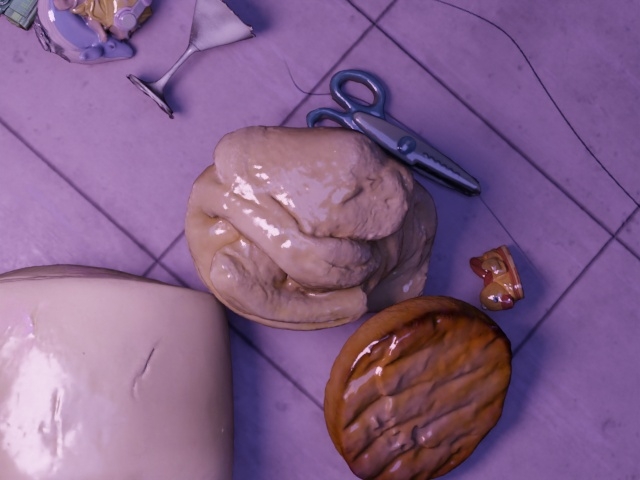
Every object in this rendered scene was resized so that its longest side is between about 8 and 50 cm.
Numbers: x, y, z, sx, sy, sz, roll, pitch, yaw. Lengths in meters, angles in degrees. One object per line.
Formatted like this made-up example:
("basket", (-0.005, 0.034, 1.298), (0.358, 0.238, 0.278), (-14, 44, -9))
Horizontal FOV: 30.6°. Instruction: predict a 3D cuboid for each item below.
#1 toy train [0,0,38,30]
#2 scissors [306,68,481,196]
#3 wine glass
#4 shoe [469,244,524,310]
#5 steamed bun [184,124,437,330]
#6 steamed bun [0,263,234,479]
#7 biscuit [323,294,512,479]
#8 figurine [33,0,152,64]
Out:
("toy train", (-0.438, -0.394, 1.777), (0.071, 0.038, 0.148), (32, 83, -3))
("scissors", (0.122, -0.148, 1.789), (0.289, 0.041, 0.138), (32, 76, 0))
("wine glass", (-0.198, -0.280, 1.746), (0.122, 0.122, 0.183), (41, 87, 1))
("shoe", (0.267, 0.061, 1.765), (0.069, 0.072, 0.109), (-14, 67, 8))
("steamed bun", (-0.005, 0.000, 1.612), (0.325, 0.372, 0.230), (-22, 59, 12))
("steamed bun", (-0.348, 0.214, 1.601), (0.456, 0.290, 0.371), (-3, 84, -4))
("biscuit", (0.136, 0.212, 1.675), (0.296, 0.102, 0.296), (-12, 117, -24))
("figurine", (-0.342, -0.346, 1.724), (0.184, 0.128, 0.208), (-39, 129, -6))
